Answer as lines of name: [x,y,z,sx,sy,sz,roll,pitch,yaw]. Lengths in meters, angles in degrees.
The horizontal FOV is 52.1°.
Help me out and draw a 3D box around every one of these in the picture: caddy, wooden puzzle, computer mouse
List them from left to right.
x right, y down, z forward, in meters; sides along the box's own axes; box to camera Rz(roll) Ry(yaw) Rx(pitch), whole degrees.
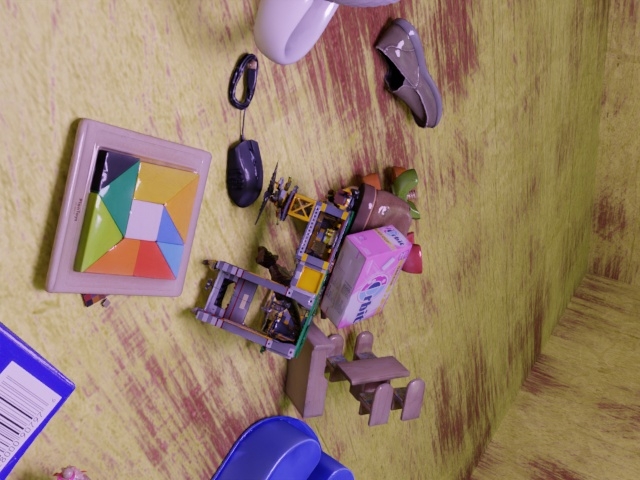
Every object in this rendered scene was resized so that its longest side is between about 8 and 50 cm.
wooden puzzle: [-0.302,0.058,0.886,0.049,0.006,0.083,-34,131,-43]
wooden puzzle: [-0.244,-0.031,0.885,0.238,0.044,0.221,8,96,-56]
computer mouse: [-0.110,-0.166,1.023,0.071,0.041,0.242,-22,122,-48]
caddy: [-0.098,0.506,1.249,0.241,0.179,0.341,48,64,-26]

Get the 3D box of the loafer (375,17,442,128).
loafer: [0.171,-0.322,1.324,0.087,0.094,0.251,-36,128,-7]

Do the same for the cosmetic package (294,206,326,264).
cosmetic package: [0.000,0.000,1.243,0.041,0.060,0.115,15,94,-57]

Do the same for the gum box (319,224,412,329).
gum box: [0.077,0.070,1.174,0.107,0.062,0.188,-14,138,-36]

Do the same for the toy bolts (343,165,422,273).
toy bolts: [0.117,-0.041,1.371,0.218,0.158,0.229,-98,-179,-72]

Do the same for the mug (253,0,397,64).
mug: [0.033,-0.385,0.800,0.374,0.276,0.328,-57,180,19]

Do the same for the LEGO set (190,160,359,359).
LEGO set: [-0.081,0.038,1.091,0.255,0.192,0.332,-35,147,-83]

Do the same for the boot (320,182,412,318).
boot: [0.081,0.042,1.262,0.112,0.115,0.305,-91,-159,-57]

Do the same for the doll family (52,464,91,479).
doll family: [-0.369,0.410,0.859,0.163,0.118,0.263,-42,137,-71]

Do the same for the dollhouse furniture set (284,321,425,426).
dollhouse furniture set: [0.065,0.248,1.326,0.242,0.212,0.161,-2,111,-26]

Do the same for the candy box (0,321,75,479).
candy box: [-0.380,0.034,0.484,0.122,0.317,0.268,-53,141,-23]
